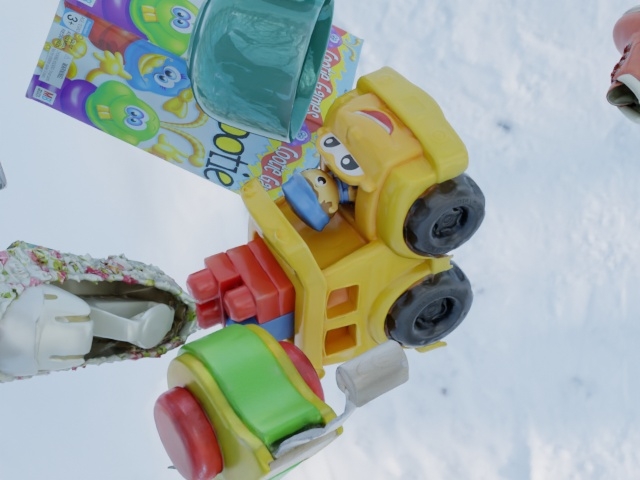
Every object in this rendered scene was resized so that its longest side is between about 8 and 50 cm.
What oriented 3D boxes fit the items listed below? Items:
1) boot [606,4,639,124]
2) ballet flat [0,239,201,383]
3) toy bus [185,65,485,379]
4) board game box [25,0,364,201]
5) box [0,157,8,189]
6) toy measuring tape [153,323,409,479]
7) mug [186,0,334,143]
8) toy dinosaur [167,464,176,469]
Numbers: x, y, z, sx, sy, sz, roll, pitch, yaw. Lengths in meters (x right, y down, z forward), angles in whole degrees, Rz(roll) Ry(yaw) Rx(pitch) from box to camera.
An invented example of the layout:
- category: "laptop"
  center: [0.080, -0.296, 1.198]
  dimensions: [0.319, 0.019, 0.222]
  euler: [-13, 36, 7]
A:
- category: "boot"
  center: [0.263, -0.144, 0.882]
  dimensions: [0.084, 0.158, 0.059]
  euler: [-22, 122, 0]
- category: "ballet flat"
  center: [-0.159, 0.047, 0.690]
  dimensions: [0.077, 0.241, 0.091]
  euler: [16, 101, 26]
- category: "toy bus"
  center: [0.000, 0.000, 0.837]
  dimensions: [0.149, 0.211, 0.220]
  euler: [55, 154, 40]
- category: "board game box"
  center: [-0.118, -0.168, 1.048]
  dimensions: [0.275, 0.144, 0.142]
  euler: [24, 139, -14]
- category: "box"
  center: [-0.344, -0.087, 0.519]
  dimensions: [0.058, 0.321, 0.232]
  euler: [-161, 53, -76]
- category: "toy measuring tape"
  center: [-0.040, 0.093, 0.707]
  dimensions: [0.121, 0.121, 0.330]
  euler: [32, 151, -3]
- category: "mug"
  center: [-0.049, -0.168, 0.886]
  dimensions: [0.097, 0.129, 0.158]
  euler: [16, 99, 5]
- category: "toy dinosaur"
  center: [-0.099, 0.368, 1.381]
  dimensions: [0.160, 0.121, 0.314]
  euler: [14, 138, 12]
